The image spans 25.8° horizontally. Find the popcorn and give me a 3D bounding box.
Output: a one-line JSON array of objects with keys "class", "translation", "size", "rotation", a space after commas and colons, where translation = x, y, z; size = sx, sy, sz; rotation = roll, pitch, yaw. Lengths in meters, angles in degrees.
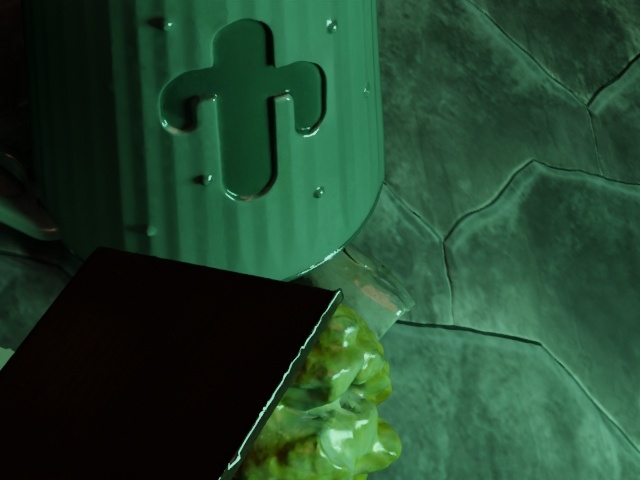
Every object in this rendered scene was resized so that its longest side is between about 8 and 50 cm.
[{"class": "popcorn", "translation": [-0.023, 0.137, 1.154], "size": [0.185, 0.167, 0.188], "rotation": [17, 82, -53]}]

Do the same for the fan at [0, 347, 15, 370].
[{"class": "fan", "translation": [-0.219, 0.189, 1.085], "size": [0.310, 0.010, 0.182], "rotation": [36, 45, -5]}]

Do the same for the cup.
[{"class": "cup", "translation": [-0.127, -0.158, 1.113], "size": [0.310, 0.392, 0.401], "rotation": [35, 56, 28]}]

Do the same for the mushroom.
[{"class": "mushroom", "translation": [-0.004, 0.001, 1.319], "size": [0.092, 0.081, 0.223], "rotation": [-35, 78, -25]}]

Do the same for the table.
[{"class": "table", "translation": [-0.098, 0.193, 0.825], "size": [0.282, 0.196, 0.251], "rotation": [-57, 141, -36]}]
